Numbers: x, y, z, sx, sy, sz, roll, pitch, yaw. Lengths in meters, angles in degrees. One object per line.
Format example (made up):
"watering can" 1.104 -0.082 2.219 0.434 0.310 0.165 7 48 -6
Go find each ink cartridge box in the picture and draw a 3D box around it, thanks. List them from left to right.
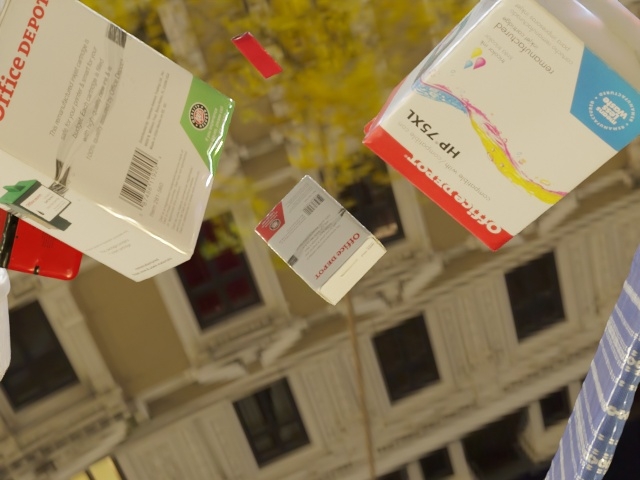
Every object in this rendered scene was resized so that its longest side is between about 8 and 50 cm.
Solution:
"ink cartridge box" -0.194 -0.090 1.122 0.092 0.219 0.160 -23 -136 47
"ink cartridge box" 0.000 0.000 1.722 0.099 0.056 0.135 -46 -124 0
"ink cartridge box" 0.128 -0.087 0.996 0.231 0.134 0.078 -45 -171 43

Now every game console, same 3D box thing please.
"game console" -0.312 -0.041 1.495 0.124 0.144 0.085 12 -175 -17

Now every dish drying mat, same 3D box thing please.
"dish drying mat" -0.089 -0.260 1.941 0.032 0.083 0.008 -21 -136 27

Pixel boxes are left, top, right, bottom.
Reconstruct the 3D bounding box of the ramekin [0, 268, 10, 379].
"ramekin" -0.487 0.120 1.613 0.272 0.127 0.273 -8 -166 2

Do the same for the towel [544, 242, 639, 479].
"towel" 0.211 0.158 1.055 0.040 0.336 0.243 21 -175 8
